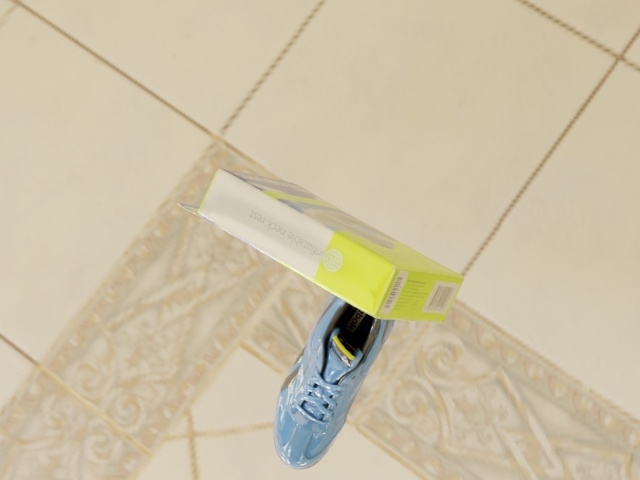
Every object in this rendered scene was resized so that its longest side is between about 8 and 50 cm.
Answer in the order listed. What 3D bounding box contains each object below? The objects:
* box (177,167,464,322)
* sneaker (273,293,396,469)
[{"bbox_3d":[0.000,0.000,0.928,0.178,0.109,0.042,30,100,29],"label":"box"},{"bbox_3d":[0.006,0.119,1.199,0.069,0.082,0.209,27,105,5],"label":"sneaker"}]
